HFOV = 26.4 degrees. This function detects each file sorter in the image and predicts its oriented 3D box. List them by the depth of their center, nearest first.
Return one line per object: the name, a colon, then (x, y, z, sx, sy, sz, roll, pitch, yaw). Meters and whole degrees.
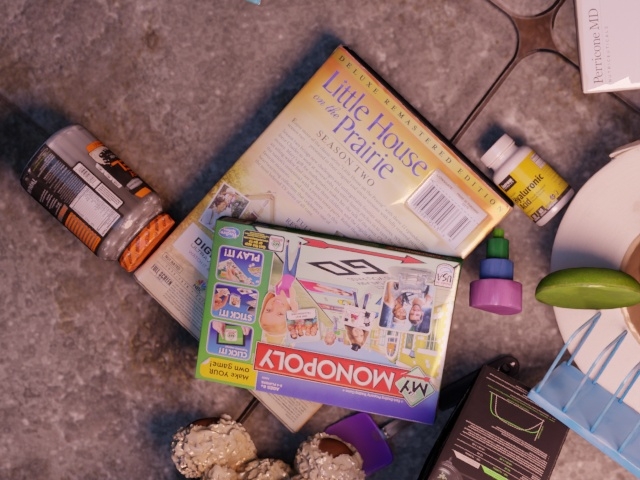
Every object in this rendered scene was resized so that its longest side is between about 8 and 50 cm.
file sorter: (0.359, 0.180, 1.625, 0.170, 0.118, 0.104, 36, 118, 18)

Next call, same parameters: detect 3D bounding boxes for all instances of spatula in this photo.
spatula: (0.132, 0.227, 1.806, 0.296, 0.030, 0.084, -31, 89, 13)

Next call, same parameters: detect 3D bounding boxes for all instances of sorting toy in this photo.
sorting toy: (0.340, 0.010, 1.611, 0.365, 0.127, 0.126, -7, 72, 37)

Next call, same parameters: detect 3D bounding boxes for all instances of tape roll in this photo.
tape roll: (0.464, 0.056, 1.631, 0.392, 0.072, 0.392, 11, 111, 30)

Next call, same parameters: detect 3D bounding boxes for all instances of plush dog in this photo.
plush dog: (-0.089, 0.367, 1.742, 0.262, 0.225, 0.211, 9, 119, 16)

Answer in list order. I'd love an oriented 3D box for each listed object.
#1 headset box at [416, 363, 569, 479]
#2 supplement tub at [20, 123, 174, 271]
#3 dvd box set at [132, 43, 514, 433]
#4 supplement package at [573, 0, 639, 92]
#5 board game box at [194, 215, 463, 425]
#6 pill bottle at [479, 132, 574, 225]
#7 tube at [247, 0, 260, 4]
headset box: (0.166, 0.339, 1.643, 0.131, 0.283, 0.246, 28, 136, 6)
supplement tub: (-0.292, -0.054, 1.805, 0.190, 0.117, 0.117, 42, 103, 2)
dvd box set: (0.000, 0.000, 1.786, 0.307, 0.062, 0.420, 43, 103, 3)
supplement package: (0.448, -0.273, 1.607, 0.292, 0.175, 0.178, -5, 97, 11)
board game box: (0.009, 0.100, 1.743, 0.317, 0.046, 0.214, 10, 99, 9)
pill bottle: (0.259, -0.079, 1.725, 0.116, 0.065, 0.065, 44, 103, 3)
tube: (-0.172, -0.366, 1.780, 0.207, 0.052, 0.080, 11, 101, 3)
